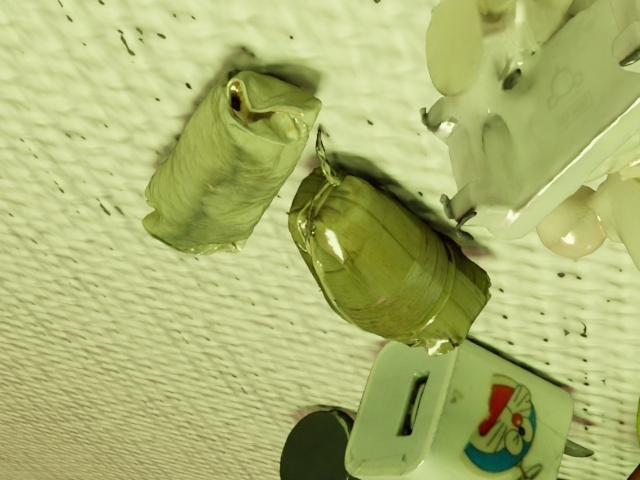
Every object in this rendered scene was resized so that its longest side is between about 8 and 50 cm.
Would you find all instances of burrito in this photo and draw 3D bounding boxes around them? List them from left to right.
[{"bbox_3d":[-0.060,-0.048,0.971,0.082,0.059,0.275,14,161,-10],"label":"burrito"}]

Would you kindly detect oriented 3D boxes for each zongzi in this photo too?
[{"bbox_3d":[0.000,0.000,1.035,0.189,0.081,0.178,39,162,-34],"label":"zongzi"}]

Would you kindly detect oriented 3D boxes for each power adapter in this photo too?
[{"bbox_3d":[0.145,0.175,1.286,0.205,0.130,0.125,26,159,-26],"label":"power adapter"}]

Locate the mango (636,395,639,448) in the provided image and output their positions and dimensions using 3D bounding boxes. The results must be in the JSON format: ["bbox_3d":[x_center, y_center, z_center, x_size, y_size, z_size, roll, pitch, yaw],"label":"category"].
[{"bbox_3d":[0.335,0.138,0.964,0.273,0.149,0.185,24,132,2],"label":"mango"}]

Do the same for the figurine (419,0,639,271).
[{"bbox_3d":[0.180,-0.037,0.691,0.257,0.182,0.144,21,-156,-29],"label":"figurine"}]

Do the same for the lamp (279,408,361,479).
[{"bbox_3d":[0.064,0.278,1.718,0.109,0.130,0.371,3,167,26],"label":"lamp"}]

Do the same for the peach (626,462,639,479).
[{"bbox_3d":[0.328,0.273,1.178,0.245,0.274,0.248,-3,146,39],"label":"peach"}]
